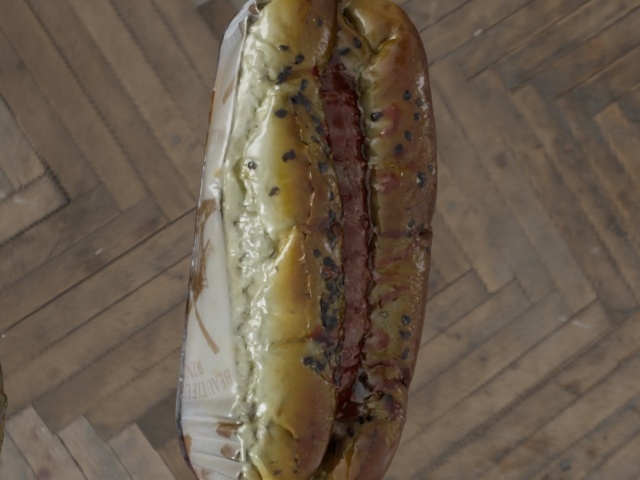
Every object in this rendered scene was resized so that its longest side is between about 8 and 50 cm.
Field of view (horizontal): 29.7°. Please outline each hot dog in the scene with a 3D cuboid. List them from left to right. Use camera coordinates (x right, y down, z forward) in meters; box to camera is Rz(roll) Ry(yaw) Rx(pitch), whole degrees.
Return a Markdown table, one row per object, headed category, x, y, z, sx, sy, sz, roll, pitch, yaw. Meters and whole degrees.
| category | x | y | z | sx | sy | sz | roll | pitch | yaw |
| --- | --- | --- | --- | --- | --- | --- | --- | --- | --- |
| hot dog | 0.000 | 0.000 | 0.575 | 0.144 | 0.075 | 0.268 | 9 | 78 | -47 |

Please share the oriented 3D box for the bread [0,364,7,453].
| category | x | y | z | sx | sy | sz | roll | pitch | yaw |
| --- | --- | --- | --- | --- | --- | --- | --- | --- | --- |
| bread | -0.431 | 0.135 | 0.943 | 0.398 | 0.215 | 0.398 | 27 | 51 | -38 |
